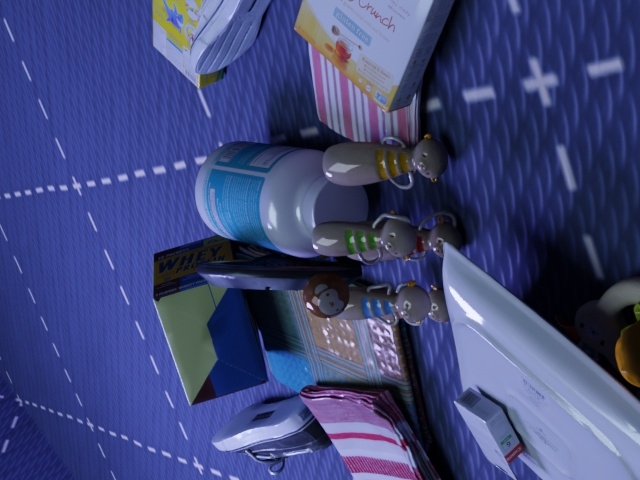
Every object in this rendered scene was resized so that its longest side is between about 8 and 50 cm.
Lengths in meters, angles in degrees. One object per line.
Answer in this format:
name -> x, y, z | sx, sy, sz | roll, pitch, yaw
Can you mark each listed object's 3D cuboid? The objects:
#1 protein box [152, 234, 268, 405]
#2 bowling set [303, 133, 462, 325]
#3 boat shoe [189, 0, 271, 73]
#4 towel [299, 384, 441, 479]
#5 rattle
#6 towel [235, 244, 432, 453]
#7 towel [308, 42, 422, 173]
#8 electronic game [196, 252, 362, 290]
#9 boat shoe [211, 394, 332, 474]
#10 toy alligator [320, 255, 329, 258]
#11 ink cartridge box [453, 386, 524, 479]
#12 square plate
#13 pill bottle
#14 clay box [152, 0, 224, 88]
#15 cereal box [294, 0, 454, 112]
protein box -> -0.183, 0.124, 1.724 | 0.201, 0.136, 0.200 | -114, 8, -69
bowling set -> 0.081, 0.037, 1.247 | 0.154, 0.200, 0.287 | -2, 126, 23
boat shoe -> -0.122, -0.317, 1.422 | 0.226, 0.083, 0.076 | -42, 66, 47
towel -> 0.106, 0.365, 1.608 | 0.329, 0.037, 0.237 | 59, 152, -11
rattle -> 0.287, 0.118, 1.074 | 0.199, 0.143, 0.130 | -1, 128, 51
towel -> 0.018, 0.160, 1.622 | 0.370, 0.040, 0.272 | 17, 129, 49
towel -> 0.057, -0.179, 1.296 | 0.197, 0.029, 0.144 | 34, 143, 40
electronic game -> -0.056, 0.040, 1.448 | 0.229, 0.229, 0.048 | 3, 91, 56
boat shoe -> -0.083, 0.349, 1.862 | 0.306, 0.113, 0.105 | -26, 104, 47
toy alligator -> 0.000, 0.000, 1.500 | 0.189, 0.051, 0.056 | 3, 116, 56
ink cartridge box -> 0.207, 0.232, 1.242 | 0.063, 0.029, 0.115 | 30, 156, 56
square plate -> 0.257, 0.200, 1.162 | 0.347, 0.049, 0.344 | 43, 165, 32
pill bottle -> -0.051, -0.057, 1.438 | 0.264, 0.146, 0.146 | 14, 126, 53
clay box -> -0.189, -0.347, 1.509 | 0.127, 0.053, 0.222 | 44, 144, 29
cereal box -> 0.067, -0.285, 1.137 | 0.173, 0.047, 0.240 | 46, 138, 26
